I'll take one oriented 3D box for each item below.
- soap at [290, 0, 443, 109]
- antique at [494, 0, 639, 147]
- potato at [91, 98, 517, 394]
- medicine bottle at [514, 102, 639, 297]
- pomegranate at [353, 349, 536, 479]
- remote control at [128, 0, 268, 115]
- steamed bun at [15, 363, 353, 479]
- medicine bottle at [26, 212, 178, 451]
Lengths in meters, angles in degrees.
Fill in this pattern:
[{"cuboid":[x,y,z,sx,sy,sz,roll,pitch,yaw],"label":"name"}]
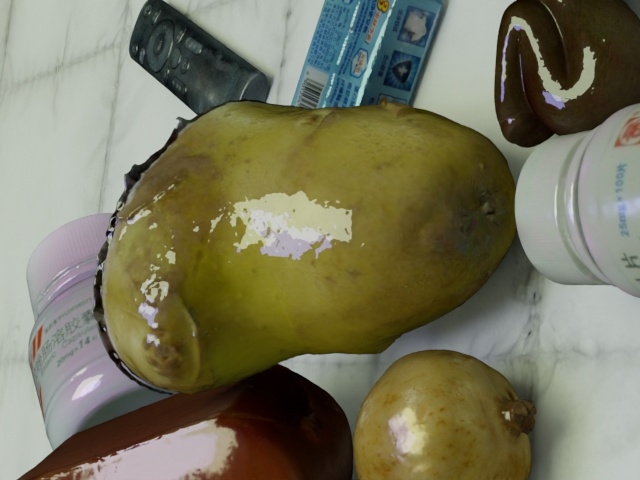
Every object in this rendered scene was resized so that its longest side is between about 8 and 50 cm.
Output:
[{"cuboid":[0.042,-0.185,1.627,0.156,0.077,0.293,35,109,52],"label":"soap"},{"cuboid":[0.253,-0.211,1.303,0.143,0.121,0.256,10,88,48],"label":"antique"},{"cuboid":[0.000,0.000,1.384,0.296,0.397,0.289,8,118,56],"label":"potato"},{"cuboid":[0.304,-0.035,1.128,0.293,0.170,0.170,-4,77,53],"label":"medicine bottle"},{"cuboid":[0.123,0.193,1.322,0.196,0.196,0.196,-22,63,50],"label":"pomegranate"},{"cuboid":[-0.183,-0.250,1.994,0.377,0.044,0.107,42,110,51],"label":"remote control"},{"cuboid":[-0.140,0.308,1.534,0.379,0.235,0.248,-21,96,22],"label":"steamed bun"},{"cuboid":[-0.256,0.134,1.804,0.241,0.241,0.302,-55,41,29],"label":"medicine bottle"}]
